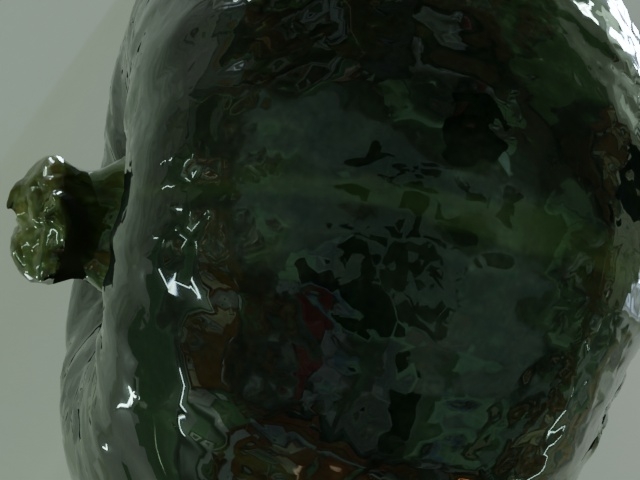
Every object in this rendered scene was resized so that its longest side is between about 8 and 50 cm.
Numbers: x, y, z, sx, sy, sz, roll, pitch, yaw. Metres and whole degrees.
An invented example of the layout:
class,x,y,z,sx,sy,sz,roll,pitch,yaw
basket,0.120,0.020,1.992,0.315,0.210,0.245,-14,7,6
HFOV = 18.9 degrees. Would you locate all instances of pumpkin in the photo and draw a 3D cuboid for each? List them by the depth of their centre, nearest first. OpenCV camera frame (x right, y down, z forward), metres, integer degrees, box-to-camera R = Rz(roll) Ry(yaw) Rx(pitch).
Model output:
class,x,y,z,sx,sy,sz,roll,pitch,yaw
pumpkin,0.003,0.000,0.398,0.125,0.167,0.167,31,-103,-8
